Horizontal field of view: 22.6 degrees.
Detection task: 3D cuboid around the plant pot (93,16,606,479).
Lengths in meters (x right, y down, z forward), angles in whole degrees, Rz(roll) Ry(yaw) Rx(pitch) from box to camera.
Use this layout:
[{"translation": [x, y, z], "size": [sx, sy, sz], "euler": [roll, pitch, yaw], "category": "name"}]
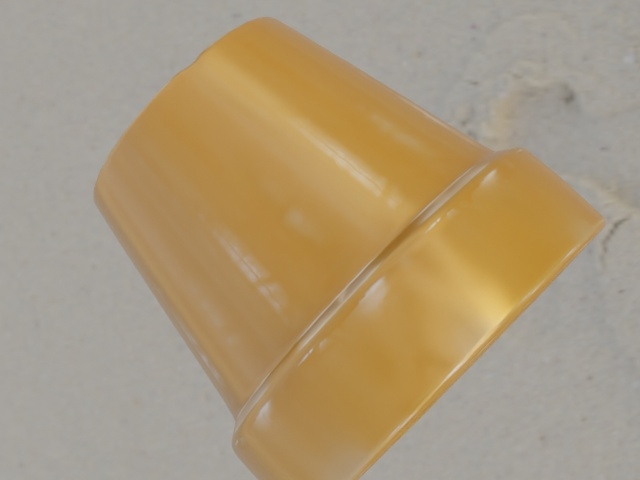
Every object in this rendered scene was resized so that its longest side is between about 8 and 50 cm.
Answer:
[{"translation": [0.000, 0.000, 0.776], "size": [0.188, 0.205, 0.205], "euler": [45, 125, 7], "category": "plant pot"}]
